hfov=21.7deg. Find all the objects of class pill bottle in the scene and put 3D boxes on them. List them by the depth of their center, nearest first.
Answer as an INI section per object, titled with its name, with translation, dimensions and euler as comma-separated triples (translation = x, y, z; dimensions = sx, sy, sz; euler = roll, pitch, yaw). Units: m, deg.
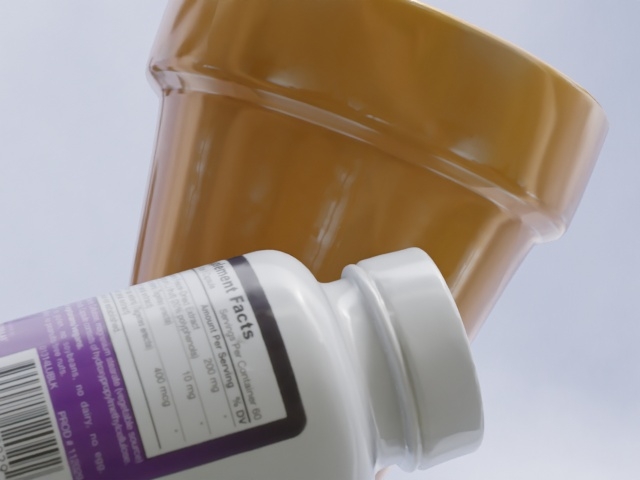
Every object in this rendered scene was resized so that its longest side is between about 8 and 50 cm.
[pill bottle]
translation = -0.045, 0.065, 0.600
dimensions = 0.193, 0.108, 0.108
euler = -15, -75, -10

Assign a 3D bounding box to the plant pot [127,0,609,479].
[plant pot]
translation = 0.000, 0.000, 0.746
dimensions = 0.205, 0.205, 0.188
euler = 21, -95, 2
